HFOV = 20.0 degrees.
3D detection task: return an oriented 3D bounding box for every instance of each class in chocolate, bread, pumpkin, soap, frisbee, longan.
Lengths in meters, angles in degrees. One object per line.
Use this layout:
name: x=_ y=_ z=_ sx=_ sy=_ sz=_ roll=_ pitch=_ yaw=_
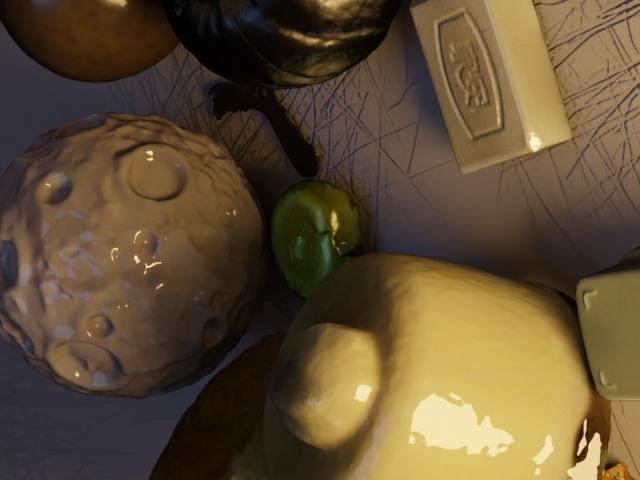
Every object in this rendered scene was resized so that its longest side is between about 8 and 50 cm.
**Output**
chocolate: x=0.079 y=0.168 z=1.738 sx=0.314 sy=0.297 sz=0.326 roll=-95 pitch=24 yaw=-43
bread: x=0.000 y=0.000 z=2.020 sx=0.130 sy=0.071 sz=0.139 roll=-29 pitch=79 yaw=48
pumpkin: x=-0.065 y=-0.291 z=1.828 sx=0.296 sy=0.296 sz=0.296 roll=22 pitch=120 yaw=44
soap: x=0.166 y=-0.167 z=1.765 sx=0.121 sy=0.064 sz=0.183 roll=-18 pitch=89 yaw=54
bread: x=-0.044 y=0.235 z=1.985 sx=0.225 sy=0.250 sz=0.279 roll=36 pitch=167 yaw=-19
frisbee: x=-0.074 y=-0.174 z=2.092 sx=0.187 sy=0.012 sz=0.211 roll=1 pitch=105 yaw=51
longan: x=-0.255 y=-0.311 z=2.085 sx=0.258 sy=0.258 sz=0.258 roll=22 pitch=120 yaw=44

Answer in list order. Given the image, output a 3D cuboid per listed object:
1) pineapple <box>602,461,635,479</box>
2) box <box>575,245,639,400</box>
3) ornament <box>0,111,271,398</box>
pineapple: x=0.251 y=0.261 z=1.804 sx=0.077 sy=0.114 sz=0.114 roll=59 pitch=140 yaw=46
box: x=0.338 y=0.067 z=1.593 sx=0.210 sy=0.129 sz=0.148 roll=-8 pitch=96 yaw=52
ornament: x=-0.228 y=0.027 z=2.081 sx=0.337 sy=0.337 sz=0.337 roll=22 pitch=120 yaw=44
